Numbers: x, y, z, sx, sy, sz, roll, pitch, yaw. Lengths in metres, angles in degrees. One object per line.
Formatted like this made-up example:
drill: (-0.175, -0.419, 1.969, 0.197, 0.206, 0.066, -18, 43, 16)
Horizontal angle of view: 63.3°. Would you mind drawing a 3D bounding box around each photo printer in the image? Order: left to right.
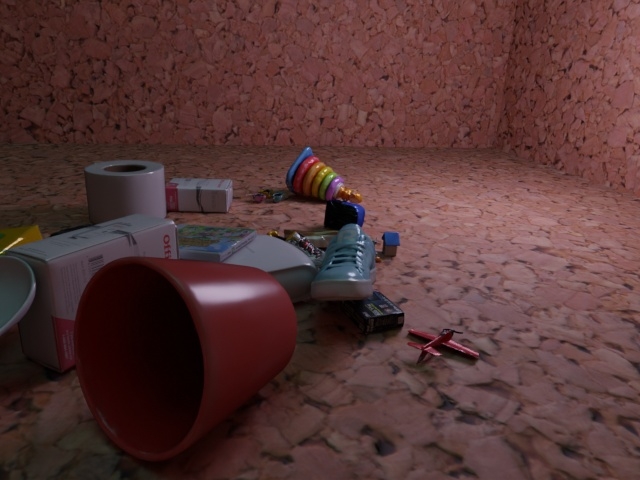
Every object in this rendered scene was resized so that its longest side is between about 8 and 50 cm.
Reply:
photo printer: (-0.174, 0.073, 1.185, 0.308, 0.107, 0.256, -10, 22, -30)

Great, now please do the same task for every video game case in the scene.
video game case: (-0.280, 0.001, 1.182, 0.213, 0.023, 0.193, 5, 18, 16)

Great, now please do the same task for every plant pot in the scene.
plant pot: (-0.179, 0.147, 0.776, 0.275, 0.274, 0.243, 15, 12, 31)

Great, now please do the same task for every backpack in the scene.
backpack: (0.086, -0.084, 1.681, 0.120, 0.097, 0.101, 14, 19, 33)

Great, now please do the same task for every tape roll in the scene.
tape roll: (-0.632, -0.158, 1.695, 0.246, 0.169, 0.246, 2, 19, -1)

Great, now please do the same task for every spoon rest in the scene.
spoon rest: (-0.493, 0.140, 0.755, 0.137, 0.084, 0.276, -8, 61, -7)

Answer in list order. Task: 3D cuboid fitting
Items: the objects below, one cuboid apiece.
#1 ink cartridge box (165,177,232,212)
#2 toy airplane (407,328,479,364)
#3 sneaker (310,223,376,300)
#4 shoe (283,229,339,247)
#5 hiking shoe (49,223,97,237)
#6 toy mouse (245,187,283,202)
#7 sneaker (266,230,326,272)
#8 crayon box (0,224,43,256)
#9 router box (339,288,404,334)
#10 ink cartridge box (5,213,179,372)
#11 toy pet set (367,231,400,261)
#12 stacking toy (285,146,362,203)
ink cartridge box: (-0.430, -0.164, 1.855, 0.218, 0.092, 0.158, 0, 19, -3)
toy airplane: (0.222, 0.197, 0.999, 0.151, 0.028, 0.151, 1, 18, 0)
sneaker: (0.050, 0.041, 1.135, 0.135, 0.150, 0.366, -5, 4, 8)
shoe: (0.000, 0.000, 1.509, 0.219, 0.058, 0.076, 2, -1, -13)
hiking shoe: (-0.606, -0.013, 1.409, 0.227, 0.086, 0.114, 3, 23, 3)
toy mouse: (-0.198, -0.163, 1.970, 0.161, 0.031, 0.143, -7, 21, -24)
sneaker: (-0.054, 0.030, 1.345, 0.225, 0.092, 0.088, 11, 21, 20)
crayon box: (-0.739, 0.094, 0.930, 0.363, 0.106, 0.313, -5, 24, 7)
router box: (0.108, 0.149, 1.105, 0.092, 0.038, 0.122, -7, 21, -23)
ink cartridge box: (-0.407, 0.083, 0.976, 0.117, 0.207, 0.283, 11, 20, 28)
toy pet set: (0.165, 0.010, 1.471, 0.114, 0.065, 0.122, 1, 20, -5)
stacking toy: (0.030, -0.212, 2.003, 0.302, 0.165, 0.175, 29, -14, 20)
